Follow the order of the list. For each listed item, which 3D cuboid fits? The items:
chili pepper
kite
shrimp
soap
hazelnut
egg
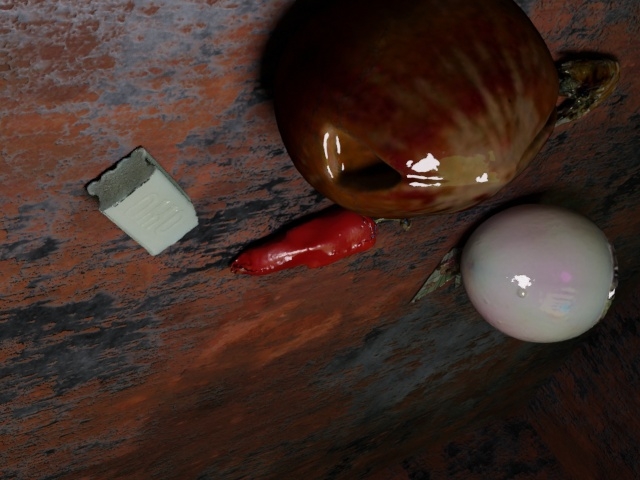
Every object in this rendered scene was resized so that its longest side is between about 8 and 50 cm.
[{"bbox_3d":[0.000,0.000,1.931,0.387,0.110,0.110,-20,150,-18],"label":"chili pepper"},{"bbox_3d":[0.367,0.074,2.578,0.323,0.013,0.268,-32,153,-1],"label":"kite"},{"bbox_3d":[0.530,-0.308,2.082,0.365,0.071,0.233,-13,152,-46],"label":"shrimp"},{"bbox_3d":[-0.280,-0.059,1.542,0.114,0.063,0.198,-37,154,0],"label":"soap"},{"bbox_3d":[0.141,-0.207,1.479,0.429,0.402,0.402,-25,153,-31],"label":"hazelnut"},{"bbox_3d":[0.504,0.078,2.396,0.339,0.355,0.354,6,135,-30],"label":"egg"}]
